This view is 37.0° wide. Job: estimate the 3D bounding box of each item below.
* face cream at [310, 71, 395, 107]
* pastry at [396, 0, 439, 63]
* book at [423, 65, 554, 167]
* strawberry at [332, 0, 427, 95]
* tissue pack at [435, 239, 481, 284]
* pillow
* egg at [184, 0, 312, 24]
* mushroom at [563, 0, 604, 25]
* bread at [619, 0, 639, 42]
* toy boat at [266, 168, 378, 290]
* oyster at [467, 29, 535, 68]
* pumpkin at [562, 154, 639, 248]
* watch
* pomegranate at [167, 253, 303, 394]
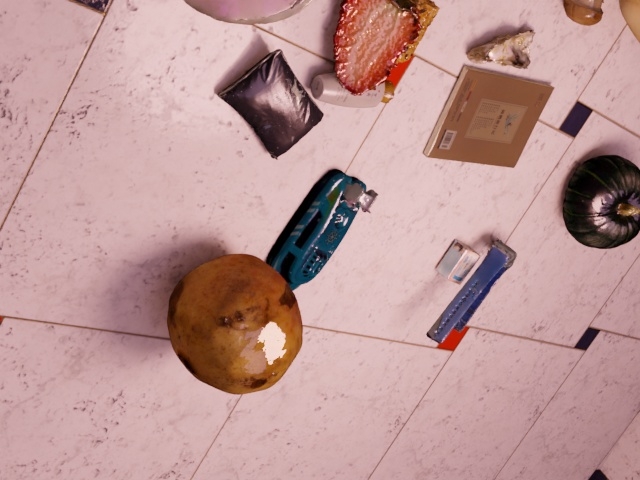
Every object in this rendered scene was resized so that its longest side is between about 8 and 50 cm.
[{"bbox_3d":[0.064,-0.293,1.858,0.182,0.051,0.072,-3,120,-39],"label":"face cream"},{"bbox_3d":[0.170,-0.406,1.851,0.080,0.056,0.140,14,111,-44],"label":"pastry"},{"bbox_3d":[0.385,-0.272,2.167,0.310,0.021,0.217,2,120,-41],"label":"book"},{"bbox_3d":[0.083,-0.388,1.781,0.167,0.087,0.208,30,113,-25],"label":"strawberry"},{"bbox_3d":[0.340,0.055,2.368,0.074,0.059,0.094,23,106,-46],"label":"tissue pack"},{"bbox_3d":[-0.083,-0.250,1.773,0.141,0.055,0.208,-37,139,5],"label":"pillow"},{"bbox_3d":[-0.127,-0.482,1.468,0.286,0.174,0.264,7,120,-13],"label":"egg"},{"bbox_3d":[0.608,-0.618,1.996,0.128,0.128,0.350,-7,130,-36],"label":"mushroom"},{"bbox_3d":[0.833,-0.569,2.121,0.348,0.253,0.376,-49,138,12],"label":"bread"},{"bbox_3d":[0.000,0.000,2.019,0.134,0.092,0.299,18,109,-50],"label":"toy boat"},{"bbox_3d":[0.397,-0.413,2.053,0.200,0.061,0.106,7,100,-46],"label":"oyster"},{"bbox_3d":[0.744,-0.097,2.470,0.250,0.216,0.250,-5,103,-21],"label":"pumpkin"},{"bbox_3d":[0.378,0.122,2.379,0.274,0.068,0.276,-54,166,12],"label":"watch"},{"bbox_3d":[-0.170,0.164,1.881,0.281,0.281,0.281,-22,134,-25],"label":"pomegranate"}]
